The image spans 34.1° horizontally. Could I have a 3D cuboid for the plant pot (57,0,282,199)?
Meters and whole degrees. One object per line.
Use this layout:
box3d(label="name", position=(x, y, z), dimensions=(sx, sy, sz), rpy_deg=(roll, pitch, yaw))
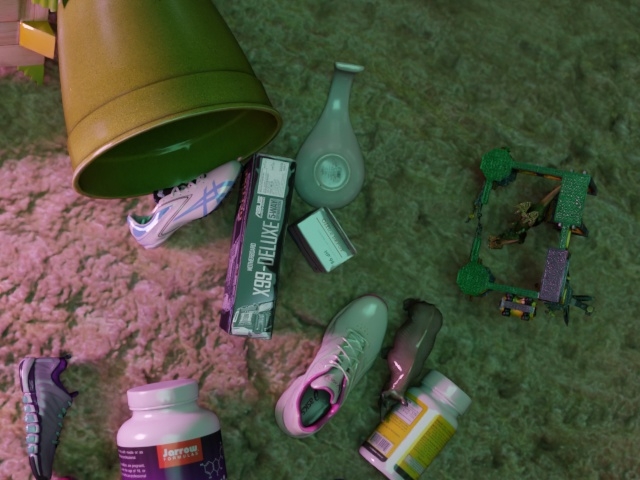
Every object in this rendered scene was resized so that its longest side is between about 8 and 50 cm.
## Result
box3d(label="plant pot", position=(-0.296, -0.302, 1.781), dimensions=(0.366, 0.366, 0.353), rpy_deg=(-19, 79, -10))

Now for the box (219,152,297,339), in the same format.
box3d(label="box", position=(-0.113, 0.013, 1.830), dimensions=(0.076, 0.242, 0.307), rpy_deg=(9, 88, -9))

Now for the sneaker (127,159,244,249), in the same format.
box3d(label="sneaker", position=(-0.242, -0.074, 1.867), dimensions=(0.237, 0.085, 0.086), rpy_deg=(-35, 112, 8))

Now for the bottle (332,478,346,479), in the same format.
box3d(label="bottle", position=(0.049, 0.496, 1.820), dimensions=(0.092, 0.283, 0.118), rpy_deg=(37, 81, -7))

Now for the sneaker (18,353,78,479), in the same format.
box3d(label="sneaker", position=(-0.473, 0.313, 1.842), dimensions=(0.098, 0.083, 0.224), rpy_deg=(-6, 89, -15))

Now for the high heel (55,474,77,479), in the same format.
box3d(label="high heel", position=(-0.519, 0.499, 1.807), dimensions=(0.244, 0.117, 0.082), rpy_deg=(-32, 94, -9))

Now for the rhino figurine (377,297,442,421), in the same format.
box3d(label="rhino figurine", position=(0.156, 0.219, 1.923), dimensions=(0.073, 0.106, 0.243), rpy_deg=(27, 76, -14))

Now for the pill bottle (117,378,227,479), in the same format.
box3d(label="pill bottle", position=(-0.254, 0.413, 1.823), dimensions=(0.181, 0.181, 0.323), rpy_deg=(-8, 90, -10))

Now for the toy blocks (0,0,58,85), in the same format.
box3d(label="toy blocks", position=(-0.584, -0.422, 1.704), dimensions=(0.261, 0.381, 0.191), rpy_deg=(-9, 50, -27))

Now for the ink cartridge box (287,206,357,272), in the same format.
box3d(label="ink cartridge box", position=(0.000, 0.000, 1.880), dimensions=(0.060, 0.180, 0.104), rpy_deg=(-34, 93, -9))

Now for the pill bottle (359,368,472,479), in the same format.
box3d(label="pill bottle", position=(0.179, 0.348, 1.930), dimensions=(0.119, 0.119, 0.208), rpy_deg=(42, 83, -6))

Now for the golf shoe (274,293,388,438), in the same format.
box3d(label="golf shoe", position=(0.037, 0.234, 1.901), dimensions=(0.115, 0.140, 0.306), rpy_deg=(34, 82, -6))

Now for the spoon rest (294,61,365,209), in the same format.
box3d(label="spoon rest", position=(0.029, -0.194, 1.953), dimensions=(0.137, 0.084, 0.276), rpy_deg=(9, 100, -8))

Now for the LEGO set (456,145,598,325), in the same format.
box3d(label="LEGO set", position=(0.399, -0.009, 1.980), dimensions=(0.255, 0.192, 0.331), rpy_deg=(3, 84, 20))
